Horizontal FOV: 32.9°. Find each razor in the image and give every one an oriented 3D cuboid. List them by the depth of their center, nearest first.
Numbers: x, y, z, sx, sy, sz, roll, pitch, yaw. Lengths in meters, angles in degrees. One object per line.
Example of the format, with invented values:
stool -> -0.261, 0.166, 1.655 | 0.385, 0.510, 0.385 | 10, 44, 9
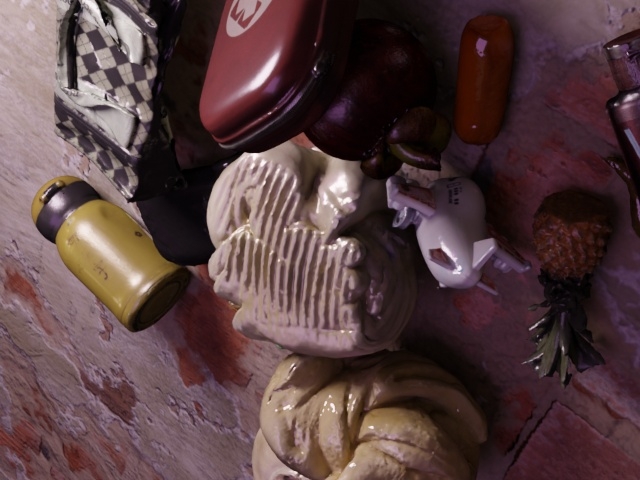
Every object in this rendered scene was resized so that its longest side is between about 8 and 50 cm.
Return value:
razor -> -0.202, -0.054, 1.984 | 0.326, 0.107, 0.189 | -13, 108, 45

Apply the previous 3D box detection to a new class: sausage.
sausage -> 0.228, -0.220, 1.526 | 0.076, 0.076, 0.198 | 25, 131, 28

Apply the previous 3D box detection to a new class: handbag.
handbag -> -0.333, -0.303, 1.839 | 0.316, 0.180, 0.416 | 43, 137, 40

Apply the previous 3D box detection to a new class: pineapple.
pineapple -> 0.360, 0.072, 1.565 | 0.130, 0.119, 0.277 | 15, 124, 24

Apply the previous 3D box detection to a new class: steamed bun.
steamed bun -> 0.000, 0.000, 1.751 | 0.352, 0.247, 0.339 | 7, 105, 27
steamed bun -> 0.102, 0.307, 1.791 | 0.372, 0.324, 0.230 | 47, 140, 14

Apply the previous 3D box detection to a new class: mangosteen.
mangosteen -> 0.087, -0.192, 1.564 | 0.257, 0.215, 0.215 | 45, 136, 10

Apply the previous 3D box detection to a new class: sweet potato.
sweet potato -> 0.435, -0.050, 1.481 | 0.041, 0.038, 0.153 | -22, 99, 23

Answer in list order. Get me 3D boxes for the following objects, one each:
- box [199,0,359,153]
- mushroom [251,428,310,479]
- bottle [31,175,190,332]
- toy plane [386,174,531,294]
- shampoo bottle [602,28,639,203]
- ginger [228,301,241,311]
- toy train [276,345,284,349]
box -> -0.049, -0.311, 1.503 | 0.108, 0.404, 0.263 | 29, 147, -29
mushroom -> 0.005, 0.481, 2.050 | 0.315, 0.315, 0.356 | 2, 82, 41
bottle -> -0.437, 0.009, 2.191 | 0.351, 0.171, 0.171 | 43, 136, 15
toy plane -> 0.199, -0.014, 1.580 | 0.252, 0.252, 0.118 | 43, 115, 11
shampoo bottle -> 0.452, -0.112, 1.393 | 0.129, 0.084, 0.323 | -11, 108, 41
ginger -> -0.141, 0.136, 2.109 | 0.097, 0.030, 0.048 | 33, 161, 24
toy train -> -0.060, 0.142, 2.036 | 0.071, 0.038, 0.148 | 42, 136, 8
